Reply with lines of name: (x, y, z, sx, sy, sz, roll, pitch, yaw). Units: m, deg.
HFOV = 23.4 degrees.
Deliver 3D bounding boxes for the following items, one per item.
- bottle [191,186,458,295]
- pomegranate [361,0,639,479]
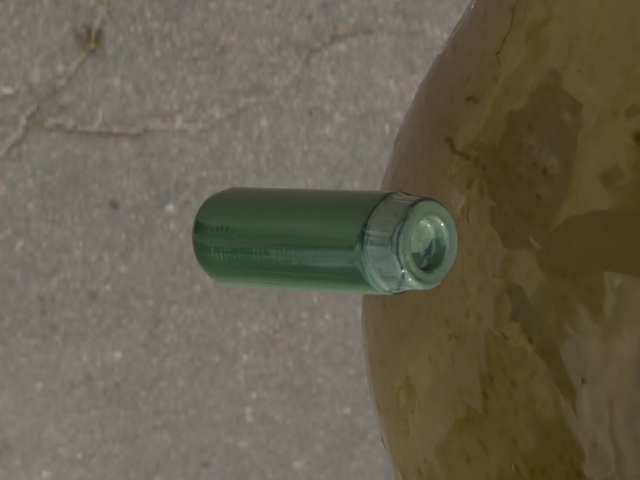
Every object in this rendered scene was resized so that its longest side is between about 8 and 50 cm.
bottle: (0.000, 0.000, 0.438, 0.083, 0.030, 0.030, 2, 147, 46)
pomegranate: (0.207, -0.006, 0.583, 0.417, 0.416, 0.416, -3, 132, -3)
